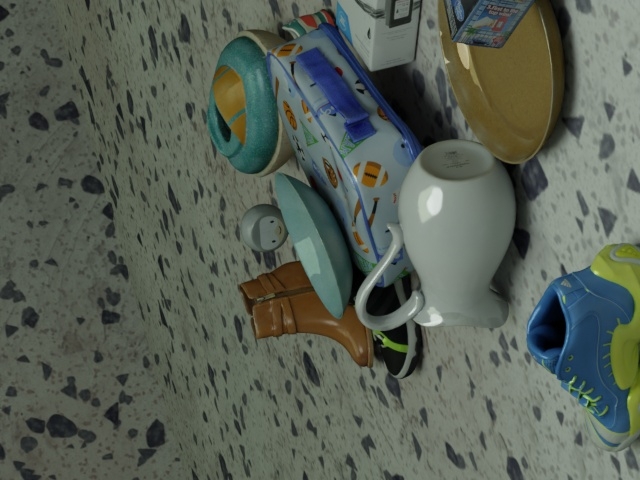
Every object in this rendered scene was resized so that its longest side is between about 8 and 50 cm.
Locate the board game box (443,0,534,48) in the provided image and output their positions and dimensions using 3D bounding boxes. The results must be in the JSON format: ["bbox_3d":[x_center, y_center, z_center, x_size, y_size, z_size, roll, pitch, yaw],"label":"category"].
[{"bbox_3d":[0.176,-0.308,1.436,0.194,0.060,0.194,-40,53,53],"label":"board game box"}]

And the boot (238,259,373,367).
[{"bbox_3d":[-0.019,0.116,2.219,0.073,0.152,0.197,98,150,-50],"label":"boot"}]

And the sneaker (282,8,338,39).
[{"bbox_3d":[-0.009,-0.217,2.052,0.057,0.075,0.161,-162,59,-68],"label":"sneaker"}]

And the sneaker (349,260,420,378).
[{"bbox_3d":[0.063,0.073,2.038,0.084,0.097,0.235,-152,50,-66],"label":"sneaker"}]

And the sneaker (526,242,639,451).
[{"bbox_3d":[0.246,0.112,1.498,0.091,0.126,0.240,-130,31,-52],"label":"sneaker"}]

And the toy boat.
[{"bbox_3d":[-0.083,-0.138,2.214,0.267,0.148,0.318,115,137,-62],"label":"toy boat"}]

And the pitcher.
[{"bbox_3d":[0.122,0.004,1.692,0.125,0.177,0.207,-120,22,-50],"label":"pitcher"}]

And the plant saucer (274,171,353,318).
[{"bbox_3d":[0.000,0.000,1.910,0.195,0.037,0.195,62,169,21],"label":"plant saucer"}]

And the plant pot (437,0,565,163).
[{"bbox_3d":[0.185,-0.195,1.583,0.236,0.032,0.236,165,90,-71],"label":"plant pot"}]

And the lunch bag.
[{"bbox_3d":[0.044,-0.105,1.869,0.303,0.115,0.243,56,167,41],"label":"lunch bag"}]

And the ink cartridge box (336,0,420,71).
[{"bbox_3d":[0.067,-0.298,1.793,0.180,0.060,0.104,93,154,-43],"label":"ink cartridge box"}]
